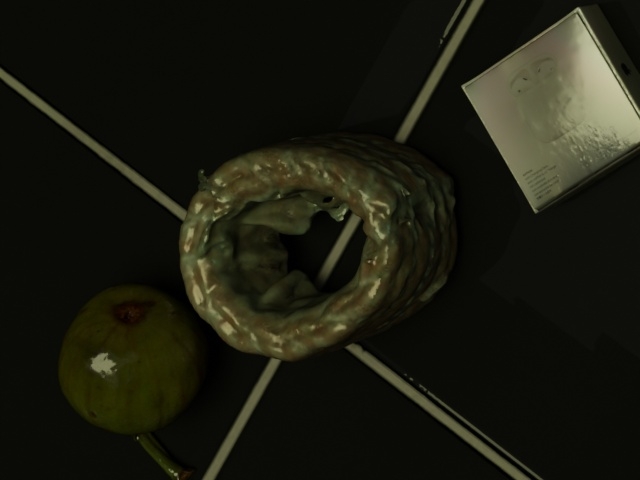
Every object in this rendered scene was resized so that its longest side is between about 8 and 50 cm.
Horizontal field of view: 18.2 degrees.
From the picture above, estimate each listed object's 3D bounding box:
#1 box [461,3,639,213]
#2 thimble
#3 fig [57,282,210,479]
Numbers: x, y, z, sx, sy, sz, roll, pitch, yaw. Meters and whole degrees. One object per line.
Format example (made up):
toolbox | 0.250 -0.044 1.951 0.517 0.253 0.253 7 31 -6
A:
box | 0.209 -0.112 1.701 0.130 0.051 0.129 -33 82 28
thimble | -0.003 0.006 1.784 0.229 0.148 0.196 2 100 30
fig | -0.174 0.126 1.926 0.148 0.186 0.142 18 63 5
